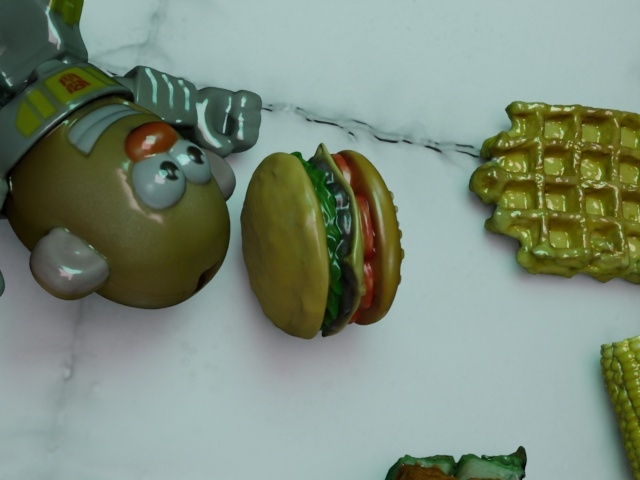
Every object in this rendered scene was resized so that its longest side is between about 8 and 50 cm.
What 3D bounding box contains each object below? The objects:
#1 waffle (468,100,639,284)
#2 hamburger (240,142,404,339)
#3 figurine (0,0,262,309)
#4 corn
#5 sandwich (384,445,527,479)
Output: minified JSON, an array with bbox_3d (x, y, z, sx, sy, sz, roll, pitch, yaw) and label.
[{"bbox_3d":[0.236,-0.042,1.179,0.211,0.055,0.160,4,71,-14],"label":"waffle"},{"bbox_3d":[0.000,0.000,1.052,0.115,0.162,0.162,-9,76,-19],"label":"hamburger"},{"bbox_3d":[-0.189,-0.066,1.013,0.342,0.167,0.285,-38,83,-21],"label":"figurine"},{"bbox_3d":[0.312,0.195,1.107,0.093,0.093,0.244,-14,77,-18],"label":"corn"},{"bbox_3d":[0.068,0.274,0.970,0.109,0.212,0.292,21,82,8],"label":"sandwich"}]
